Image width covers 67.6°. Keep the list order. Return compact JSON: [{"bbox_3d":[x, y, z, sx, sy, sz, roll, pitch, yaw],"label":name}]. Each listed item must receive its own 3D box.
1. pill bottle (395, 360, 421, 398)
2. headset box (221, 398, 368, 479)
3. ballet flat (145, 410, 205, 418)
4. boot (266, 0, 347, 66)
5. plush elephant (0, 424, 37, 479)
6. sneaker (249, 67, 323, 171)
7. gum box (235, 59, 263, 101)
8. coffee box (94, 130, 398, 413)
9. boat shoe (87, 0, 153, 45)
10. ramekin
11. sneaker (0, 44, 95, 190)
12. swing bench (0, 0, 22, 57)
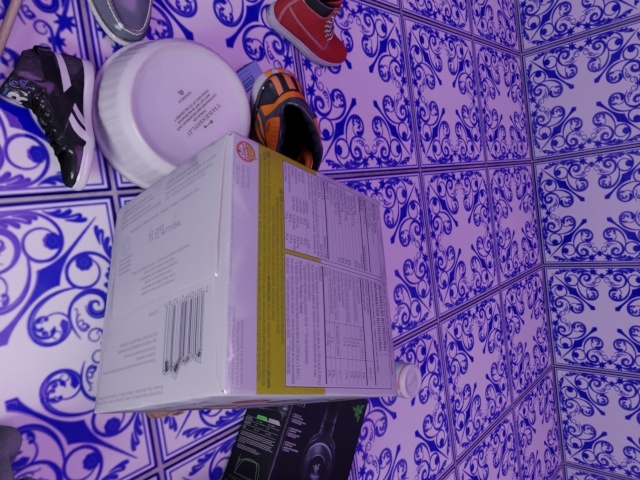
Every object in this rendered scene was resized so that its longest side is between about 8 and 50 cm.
[{"bbox_3d":[0.172,0.351,1.231,0.087,0.160,0.087,4,85,-46],"label":"pill bottle"},{"bbox_3d":[-0.041,0.421,1.026,0.246,0.131,0.282,39,60,-38],"label":"headset box"},{"bbox_3d":[-0.235,0.287,0.893,0.206,0.073,0.067,7,109,-43],"label":"ballet flat"},{"bbox_3d":[0.021,-0.503,1.122,0.244,0.176,0.088,17,73,-46],"label":"boot"},{"bbox_3d":[-0.447,0.408,0.526,0.272,0.330,0.255,2,104,-53],"label":"plush elephant"},{"bbox_3d":[-0.083,-0.141,0.903,0.125,0.180,0.321,-8,137,-18],"label":"sneaker"},{"bbox_3d":[-0.147,-0.265,1.026,0.157,0.041,0.184,-51,122,-35],"label":"gum box"},{"bbox_3d":[-0.115,0.093,0.780,0.335,0.338,0.337,18,61,-44],"label":"coffee box"},{"bbox_3d":[-0.330,-0.499,0.809,0.116,0.099,0.319,-2,88,-47],"label":"boat shoe"},{"bbox_3d":[-0.245,-0.219,0.830,0.273,0.127,0.272,-2,94,-38],"label":"ramekin"},{"bbox_3d":[-0.416,-0.185,0.723,0.121,0.079,0.216,5,75,-43],"label":"sneaker"},{"bbox_3d":[-0.481,-0.322,0.545,0.255,0.165,0.253,21,92,-35],"label":"swing bench"}]
